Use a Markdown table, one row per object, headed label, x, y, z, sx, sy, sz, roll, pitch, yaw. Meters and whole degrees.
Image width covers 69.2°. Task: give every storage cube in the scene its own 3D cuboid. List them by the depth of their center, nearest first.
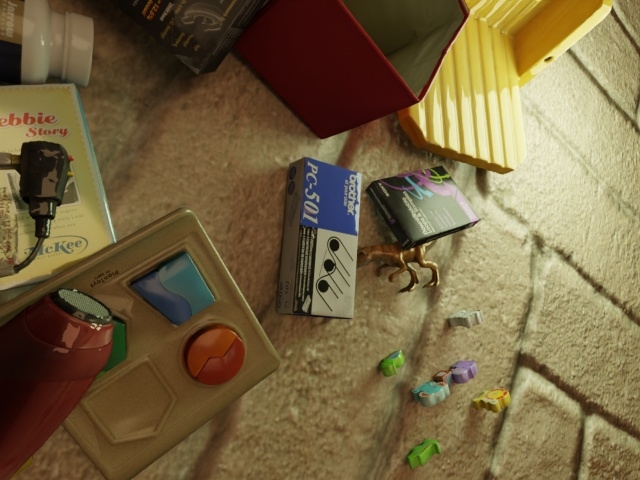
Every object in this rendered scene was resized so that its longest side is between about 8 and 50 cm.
| label | x | y | z | sx | sy | sz | roll | pitch | yaw |
| --- | --- | --- | --- | --- | --- | --- | --- | --- | --- |
| storage cube | 0.037 | -0.278 | 0.598 | 0.215 | 0.193 | 0.183 | 42 | 64 | -26 |

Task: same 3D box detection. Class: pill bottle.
| label | x | y | z | sx | sy | sz | roll | pitch | yaw |
| --- | --- | --- | --- | --- | --- | --- | --- | --- | --- |
| pill bottle | -0.310 | -0.198 | 0.435 | 0.170 | 0.094 | 0.094 | 3 | 82 | -32 |

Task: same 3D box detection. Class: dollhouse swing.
| label | x | y | z | sx | sy | sz | roll | pitch | yaw |
| --- | --- | --- | --- | --- | --- | --- | --- | --- | --- |
| dollhouse swing | 0.303 | -0.330 | 0.740 | 0.347 | 0.315 | 0.304 | 9 | 58 | -32 |

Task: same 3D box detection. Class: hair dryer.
| label | x | y | z | sx | sy | sz | roll | pitch | yaw |
| --- | --- | --- | --- | --- | --- | --- | --- | --- | --- |
| hair dryer | -0.284 | 0.072 | 0.371 | 0.224 | 0.080 | 0.293 | -8 | 92 | -4 |

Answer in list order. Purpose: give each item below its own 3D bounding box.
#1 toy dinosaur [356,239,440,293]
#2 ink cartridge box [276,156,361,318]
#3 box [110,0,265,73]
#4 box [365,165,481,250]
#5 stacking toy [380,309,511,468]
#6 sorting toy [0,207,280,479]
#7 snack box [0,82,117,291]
| label | x | y | z | sx | sy | sz | roll | pitch | yaw |
| --- | --- | --- | --- | --- | --- | --- | --- | --- | --- |
| toy dinosaur | 0.148 | 0.017 | 0.714 | 0.212 | 0.064 | 0.112 | -18 | 92 | -33 |
| ink cartridge box | 0.000 | 0.000 | 0.633 | 0.097 | 0.046 | 0.206 | 11 | 77 | -32 |
| box | -0.122 | -0.366 | 0.452 | 0.242 | 0.307 | 0.076 | 39 | 20 | -11 |
| box | 0.163 | -0.056 | 0.726 | 0.162 | 0.029 | 0.116 | -18 | 67 | -32 |
| stacking toy | 0.199 | 0.224 | 0.725 | 0.221 | 0.052 | 0.166 | -21 | 95 | -32 |
| sorting toy | -0.205 | 0.136 | 0.455 | 0.307 | 0.041 | 0.229 | -34 | 113 | -21 |
| snack box | -0.363 | -0.030 | 0.398 | 0.322 | 0.060 | 0.187 | -15 | 94 | -33 |
